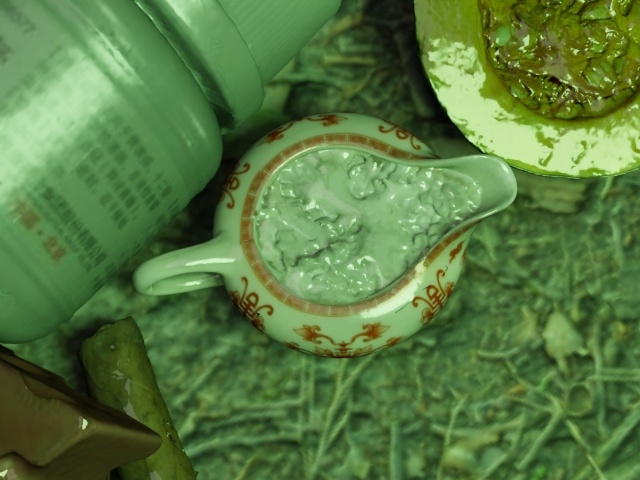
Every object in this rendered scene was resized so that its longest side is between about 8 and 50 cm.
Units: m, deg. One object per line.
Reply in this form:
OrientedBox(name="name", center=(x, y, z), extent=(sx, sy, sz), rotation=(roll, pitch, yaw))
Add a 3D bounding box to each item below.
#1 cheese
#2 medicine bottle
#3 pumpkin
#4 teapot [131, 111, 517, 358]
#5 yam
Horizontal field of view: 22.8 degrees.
OrientedBox(name="cheese", center=(-0.235, 0.101, 0.969), extent=(0.203, 0.128, 0.177), rotation=(-36, 70, 10))
OrientedBox(name="medicine bottle", center=(-0.161, -0.115, 0.983), extent=(0.245, 0.245, 0.306), rotation=(43, 78, 10))
OrientedBox(name="pumpkin", center=(0.158, -0.140, 1.067), extent=(0.217, 0.110, 0.218), rotation=(1, 82, -10))
OrientedBox(name="teapot", center=(0.000, 0.000, 1.022), extent=(0.245, 0.116, 0.159), rotation=(-20, 89, -7))
OrientedBox(name="yam", center=(-0.099, 0.166, 1.009), extent=(0.056, 0.057, 0.241), rotation=(-20, 74, -5))
